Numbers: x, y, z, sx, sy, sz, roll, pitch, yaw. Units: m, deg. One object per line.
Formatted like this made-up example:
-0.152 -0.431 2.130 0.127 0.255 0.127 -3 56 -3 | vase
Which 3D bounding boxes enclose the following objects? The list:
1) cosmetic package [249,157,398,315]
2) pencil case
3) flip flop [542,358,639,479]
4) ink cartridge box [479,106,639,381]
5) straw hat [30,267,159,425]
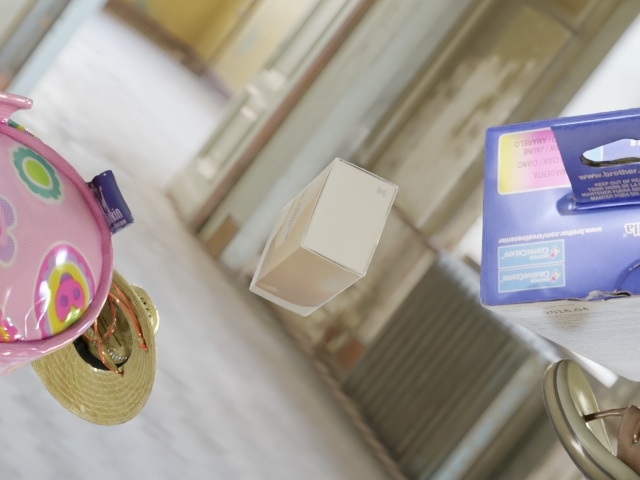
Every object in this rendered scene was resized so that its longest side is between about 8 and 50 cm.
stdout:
0.000 0.000 0.971 0.041 0.060 0.115 25 -21 -9 | cosmetic package
-0.217 0.030 0.770 0.124 0.284 0.124 22 57 -39 | pencil case
0.240 0.174 1.238 0.112 0.080 0.277 56 2 -27 | flip flop
0.295 0.001 1.287 0.270 0.151 0.395 -6 -15 29 | ink cartridge box
-0.156 0.065 1.278 0.144 0.144 0.061 40 38 17 | straw hat
